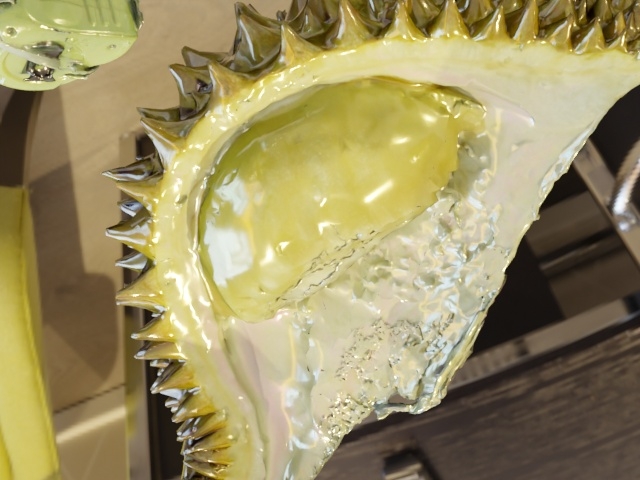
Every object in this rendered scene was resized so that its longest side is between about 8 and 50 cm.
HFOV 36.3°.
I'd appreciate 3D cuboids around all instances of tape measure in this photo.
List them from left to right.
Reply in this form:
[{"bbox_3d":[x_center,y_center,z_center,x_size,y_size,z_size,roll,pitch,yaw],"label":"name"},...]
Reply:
[{"bbox_3d":[-0.316,-0.231,1.115,0.177,0.087,0.154,2,156,-37],"label":"tape measure"}]

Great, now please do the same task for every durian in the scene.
[{"bbox_3d":[0.000,0.000,0.424,0.166,0.172,0.306,31,106,6],"label":"durian"}]
